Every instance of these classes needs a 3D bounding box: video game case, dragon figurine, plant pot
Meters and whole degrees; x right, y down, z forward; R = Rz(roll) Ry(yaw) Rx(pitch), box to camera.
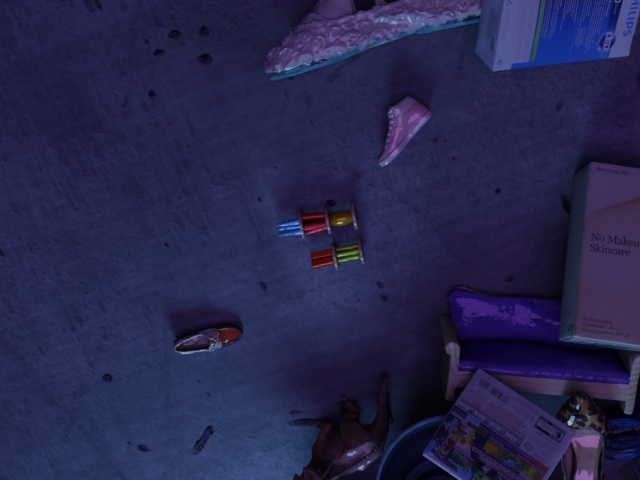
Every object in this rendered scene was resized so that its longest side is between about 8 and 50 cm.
[{"bbox_3d":[0.310,0.353,1.706,0.201,0.023,0.183,33,80,11],"label":"video game case"},{"bbox_3d":[0.563,0.359,1.858,0.289,0.144,0.085,-12,105,5],"label":"dragon figurine"},{"bbox_3d":[0.237,0.477,1.821,0.271,0.255,0.272,-1,72,3],"label":"plant pot"}]

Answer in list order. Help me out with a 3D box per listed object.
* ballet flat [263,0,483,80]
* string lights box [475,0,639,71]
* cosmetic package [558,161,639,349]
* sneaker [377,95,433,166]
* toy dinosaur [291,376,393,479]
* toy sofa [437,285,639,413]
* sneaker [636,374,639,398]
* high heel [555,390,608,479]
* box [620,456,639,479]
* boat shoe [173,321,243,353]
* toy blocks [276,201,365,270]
[{"bbox_3d":[0.088,-0.386,1.666,0.408,0.147,0.147,-16,105,-2],"label":"ballet flat"},{"bbox_3d":[0.397,-0.367,1.627,0.259,0.077,0.133,-9,129,-16],"label":"string lights box"},{"bbox_3d":[0.519,0.032,1.719,0.160,0.113,0.310,7,81,0],"label":"cosmetic package"},{"bbox_3d":[0.133,-0.201,1.757,0.070,0.051,0.134,40,100,-8],"label":"sneaker"},{"bbox_3d":[0.053,0.405,1.857,0.127,0.200,0.295,43,102,-10],"label":"toy dinosaur"},{"bbox_3d":[0.402,0.200,1.814,0.362,0.150,0.177,5,108,0],"label":"toy sofa"},{"bbox_3d":[0.619,0.282,1.789,0.106,0.234,0.078,-12,110,-28],"label":"sneaker"},{"bbox_3d":[0.468,0.404,1.733,0.093,0.186,0.261,-3,132,11],"label":"high heel"},{"bbox_3d":[0.754,0.486,1.905,0.243,0.117,0.214,-35,103,11],"label":"box"},{"bbox_3d":[-0.215,0.190,1.884,0.137,0.043,0.049,-10,104,3],"label":"boat shoe"},{"bbox_3d":[0.000,0.000,1.816,0.148,0.054,0.123,-10,105,4],"label":"toy blocks"}]
